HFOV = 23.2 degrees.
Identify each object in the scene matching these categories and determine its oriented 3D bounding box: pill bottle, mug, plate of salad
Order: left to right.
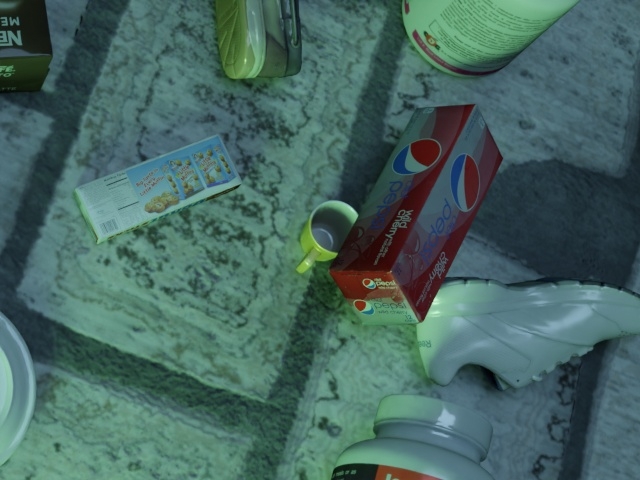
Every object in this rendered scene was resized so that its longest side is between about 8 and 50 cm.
[{"bbox_3d":[-0.381,0.146,1.550,0.200,0.048,0.200,8,73,-28],"label":"plate of salad"},{"bbox_3d":[0.001,-0.004,1.726,0.078,0.064,0.062,-18,81,-23],"label":"mug"},{"bbox_3d":[0.080,0.328,1.587,0.181,0.181,0.323,21,68,-13],"label":"pill bottle"},{"bbox_3d":[0.216,-0.308,1.779,0.160,0.283,0.160,6,72,-18],"label":"pill bottle"}]

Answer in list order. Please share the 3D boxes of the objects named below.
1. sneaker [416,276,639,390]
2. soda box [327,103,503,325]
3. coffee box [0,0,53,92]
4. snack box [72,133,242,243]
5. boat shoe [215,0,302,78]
[{"bbox_3d":[0.238,0.104,1.773,0.297,0.111,0.129,-1,88,-15],"label":"sneaker"},{"bbox_3d":[0.109,-0.032,1.723,0.092,0.083,0.263,58,46,-36],"label":"soda box"},{"bbox_3d":[-0.373,-0.287,1.660,0.141,0.098,0.246,-6,76,-21],"label":"coffee box"},{"bbox_3d":[-0.176,-0.058,1.702,0.178,0.022,0.064,-23,81,-25],"label":"snack box"},{"bbox_3d":[-0.067,-0.316,1.786,0.092,0.103,0.285,7,70,-29],"label":"boat shoe"}]
